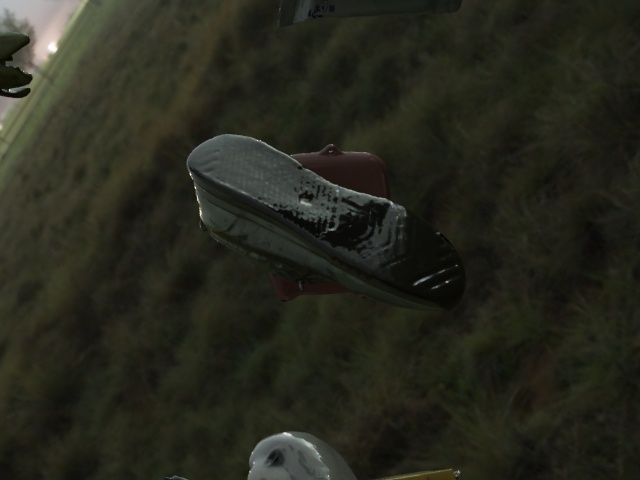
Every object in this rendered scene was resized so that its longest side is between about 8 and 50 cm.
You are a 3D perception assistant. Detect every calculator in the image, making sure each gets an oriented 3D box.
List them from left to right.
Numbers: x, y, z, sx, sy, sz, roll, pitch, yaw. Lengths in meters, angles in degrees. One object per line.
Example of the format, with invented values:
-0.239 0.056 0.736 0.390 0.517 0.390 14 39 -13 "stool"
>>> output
0.010 -0.018 1.583 0.048 0.220 0.330 -98 7 -51 "calculator"

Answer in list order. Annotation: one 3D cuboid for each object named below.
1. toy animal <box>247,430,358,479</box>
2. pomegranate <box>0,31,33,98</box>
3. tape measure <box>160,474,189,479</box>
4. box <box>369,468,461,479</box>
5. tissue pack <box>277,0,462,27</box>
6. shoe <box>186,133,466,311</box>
-0.039 0.412 1.116 0.258 0.194 0.357 2 74 59 "toy animal"
-0.417 -0.158 0.916 0.211 0.263 0.211 29 125 51 "pomegranate"
-0.149 0.513 1.619 0.215 0.351 0.098 -48 -20 -68 "tape measure"
0.039 0.211 0.790 0.073 0.149 0.020 117 145 -73 "box"
0.058 -0.249 0.827 0.026 0.193 0.123 -120 30 -41 "tissue pack"
0.000 0.000 0.853 0.103 0.275 0.098 -44 -25 -42 "shoe"
